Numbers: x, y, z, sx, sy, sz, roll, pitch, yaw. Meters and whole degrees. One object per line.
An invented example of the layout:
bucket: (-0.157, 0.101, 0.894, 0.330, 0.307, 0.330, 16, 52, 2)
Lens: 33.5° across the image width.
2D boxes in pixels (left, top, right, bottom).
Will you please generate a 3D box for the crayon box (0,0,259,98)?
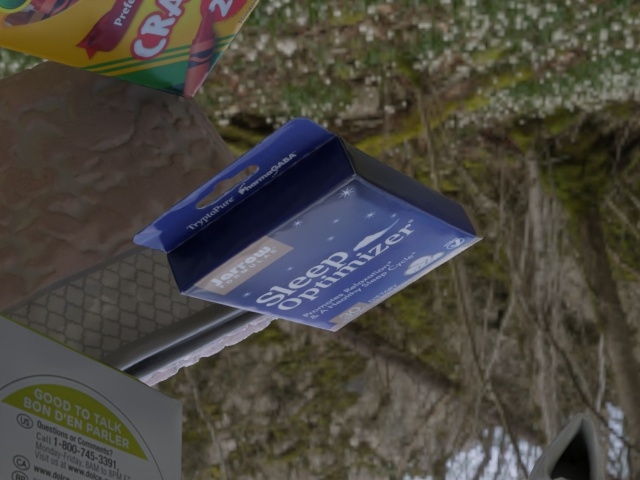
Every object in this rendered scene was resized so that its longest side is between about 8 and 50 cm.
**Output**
crayon box: (-0.162, -0.232, 0.799, 0.081, 0.202, 0.318, 48, -158, 26)

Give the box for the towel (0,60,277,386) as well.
towel: (-0.209, -0.015, 0.883, 0.332, 0.053, 0.317, -27, -111, -31)

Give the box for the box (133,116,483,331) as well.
box: (0.000, 0.000, 0.683, 0.136, 0.225, 0.036, -34, -118, 21)

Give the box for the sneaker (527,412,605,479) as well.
sneaker: (0.162, 0.207, 0.719, 0.080, 0.094, 0.212, 10, -142, 6)

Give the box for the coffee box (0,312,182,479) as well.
coffee box: (-0.292, 0.209, 0.458, 0.337, 0.338, 0.334, -26, -130, 28)
